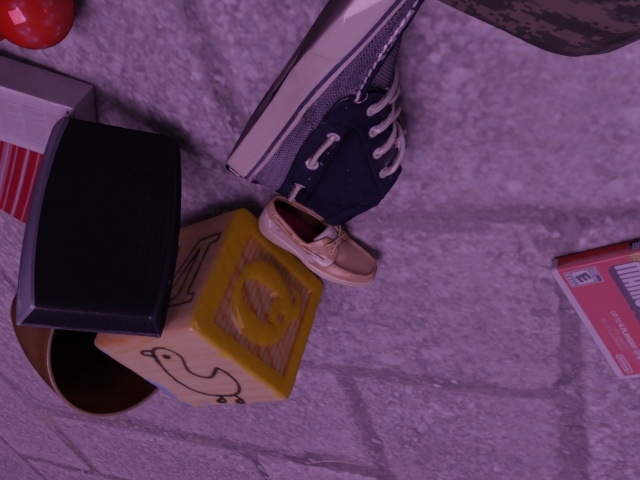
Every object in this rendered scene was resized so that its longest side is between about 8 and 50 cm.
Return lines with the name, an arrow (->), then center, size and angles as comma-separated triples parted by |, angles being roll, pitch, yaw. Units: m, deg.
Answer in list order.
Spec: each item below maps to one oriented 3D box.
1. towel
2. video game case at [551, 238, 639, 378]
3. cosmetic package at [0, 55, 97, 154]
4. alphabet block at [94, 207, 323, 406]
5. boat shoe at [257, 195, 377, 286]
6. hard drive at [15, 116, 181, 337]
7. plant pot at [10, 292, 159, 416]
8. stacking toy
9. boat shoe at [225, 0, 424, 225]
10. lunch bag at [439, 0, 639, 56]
towel -> -0.515, -0.138, 0.964 | 0.275, 0.031, 0.199 | 32, 136, -9
video game case -> 0.427, 0.064, 0.688 | 0.285, 0.025, 0.204 | -18, 122, 38
cosmetic package -> -0.413, -0.184, 0.827 | 0.239, 0.060, 0.098 | 18, 140, 1
alphabet block -> -0.144, 0.098, 0.874 | 0.197, 0.193, 0.192 | -16, 134, 37
boat shoe -> 0.000, 0.000, 0.813 | 0.170, 0.063, 0.059 | 28, 144, 0
hard drive -> -0.247, -0.022, 0.741 | 0.172, 0.254, 0.054 | 9, 155, -19
plant pot -> -0.397, 0.135, 1.056 | 0.255, 0.237, 0.237 | 11, 138, 39
stacking toy -> -0.434, -0.275, 0.717 | 0.331, 0.141, 0.141 | 9, 136, 13
boat shoe -> 0.043, -0.137, 0.626 | 0.158, 0.127, 0.340 | 31, 147, -14
lunch bag -> 0.109, -0.287, 0.353 | 0.305, 0.255, 0.212 | 25, -177, 1
